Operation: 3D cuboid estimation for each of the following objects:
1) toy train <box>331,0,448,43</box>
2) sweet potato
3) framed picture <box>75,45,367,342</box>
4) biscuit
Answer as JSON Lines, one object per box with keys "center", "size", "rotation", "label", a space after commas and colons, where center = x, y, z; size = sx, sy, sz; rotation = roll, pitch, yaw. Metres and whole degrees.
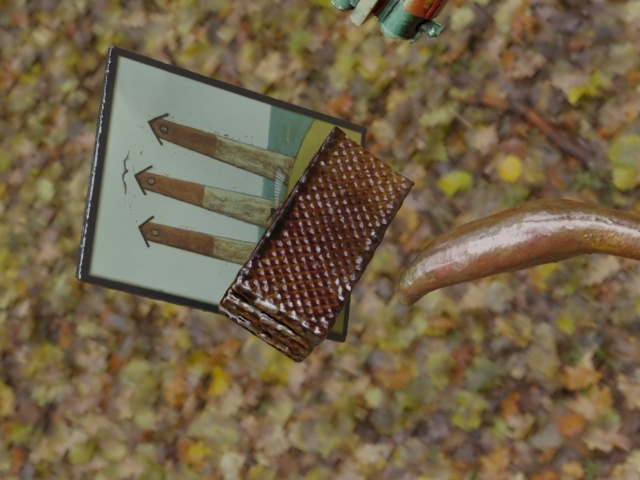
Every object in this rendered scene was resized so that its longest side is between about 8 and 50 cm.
{"center": [0.077, -0.219, 1.144], "size": [0.074, 0.118, 0.176], "rotation": [-42, -10, -49], "label": "toy train"}
{"center": [0.181, 0.003, 1.324], "size": [0.255, 0.058, 0.078], "rotation": [-8, 69, 18], "label": "sweet potato"}
{"center": [-0.092, -0.042, 1.610], "size": [0.013, 0.324, 0.244], "rotation": [-14, 66, 53], "label": "framed picture"}
{"center": [0.000, 0.000, 1.579], "size": [0.252, 0.106, 0.070], "rotation": [-58, 4, -37], "label": "biscuit"}
